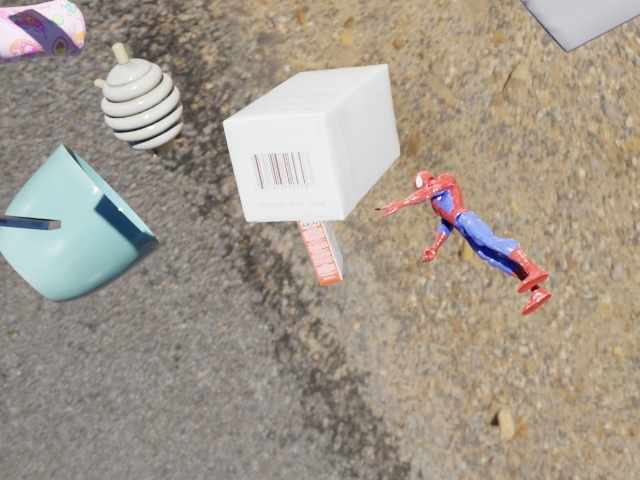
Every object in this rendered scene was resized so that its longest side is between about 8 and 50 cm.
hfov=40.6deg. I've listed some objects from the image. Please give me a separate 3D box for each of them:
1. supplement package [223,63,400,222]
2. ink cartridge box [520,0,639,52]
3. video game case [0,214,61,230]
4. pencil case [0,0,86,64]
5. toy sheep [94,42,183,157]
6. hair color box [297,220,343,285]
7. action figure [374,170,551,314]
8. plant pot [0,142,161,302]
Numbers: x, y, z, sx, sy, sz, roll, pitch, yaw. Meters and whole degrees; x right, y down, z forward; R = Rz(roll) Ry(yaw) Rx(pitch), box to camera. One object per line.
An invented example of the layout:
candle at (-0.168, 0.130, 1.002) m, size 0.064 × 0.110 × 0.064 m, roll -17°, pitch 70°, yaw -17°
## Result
supplement package at (-0.001, -0.099, 0.850) m, size 0.105 × 0.179 × 0.105 m, roll -1°, pitch 114°, yaw 25°
ink cartridge box at (0.402, -0.386, 1.077) m, size 0.117 × 0.278 × 0.201 m, roll 47°, pitch 157°, yaw -10°
video game case at (-0.341, -0.022, 0.906) m, size 0.122 × 0.087 × 0.011 m, roll 5°, pitch 91°, yaw -9°
pencil case at (-0.617, -0.414, 1.722) m, size 0.124 × 0.284 × 0.124 m, roll 25°, pitch 122°, yaw 48°
toy sheep at (-0.187, -0.143, 0.895) m, size 0.091 × 0.091 × 0.132 m, roll -9°, pitch 128°, yaw 20°
hair color box at (0.000, 0.000, 1.840) m, size 0.053 × 0.093 × 0.167 m, roll -14°, pitch 116°, yaw 10°
action figure at (0.188, 0.003, 1.235) m, size 0.139 × 0.280 × 0.091 m, roll -30°, pitch 140°, yaw -5°
plant pot at (-0.513, -0.014, 1.774) m, size 0.235 × 0.293 × 0.293 m, roll -43°, pitch 97°, yaw -5°
